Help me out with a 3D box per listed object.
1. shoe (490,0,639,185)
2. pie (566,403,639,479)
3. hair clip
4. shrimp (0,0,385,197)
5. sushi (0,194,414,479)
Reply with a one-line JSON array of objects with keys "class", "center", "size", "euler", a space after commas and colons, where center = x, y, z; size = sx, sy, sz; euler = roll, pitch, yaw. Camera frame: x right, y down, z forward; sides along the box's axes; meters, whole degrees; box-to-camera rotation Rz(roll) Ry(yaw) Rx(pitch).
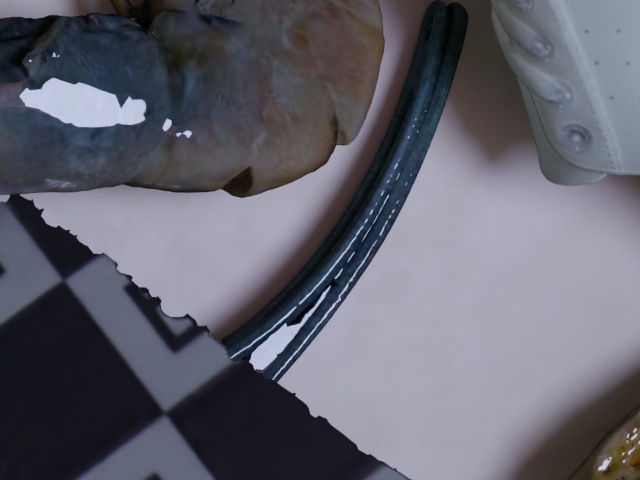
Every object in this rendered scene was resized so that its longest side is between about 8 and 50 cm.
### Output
[{"class": "shoe", "center": [0.111, -0.112, 0.779], "size": [0.363, 0.132, 0.160], "euler": [34, 119, -25]}, {"class": "pie", "center": [0.165, 0.116, 0.847], "size": [0.282, 0.068, 0.128], "euler": [-41, 108, -17]}, {"class": "hair clip", "center": [0.000, 0.000, 0.795], "size": [0.070, 0.039, 0.229], "euler": [40, 73, -14]}, {"class": "shrimp", "center": [-0.105, -0.100, 0.721], "size": [0.289, 0.075, 0.178], "euler": [-5, 81, -21]}, {"class": "sushi", "center": [-0.094, 0.206, 0.706], "size": [0.320, 0.069, 0.339], "euler": [36, 75, 8]}]
